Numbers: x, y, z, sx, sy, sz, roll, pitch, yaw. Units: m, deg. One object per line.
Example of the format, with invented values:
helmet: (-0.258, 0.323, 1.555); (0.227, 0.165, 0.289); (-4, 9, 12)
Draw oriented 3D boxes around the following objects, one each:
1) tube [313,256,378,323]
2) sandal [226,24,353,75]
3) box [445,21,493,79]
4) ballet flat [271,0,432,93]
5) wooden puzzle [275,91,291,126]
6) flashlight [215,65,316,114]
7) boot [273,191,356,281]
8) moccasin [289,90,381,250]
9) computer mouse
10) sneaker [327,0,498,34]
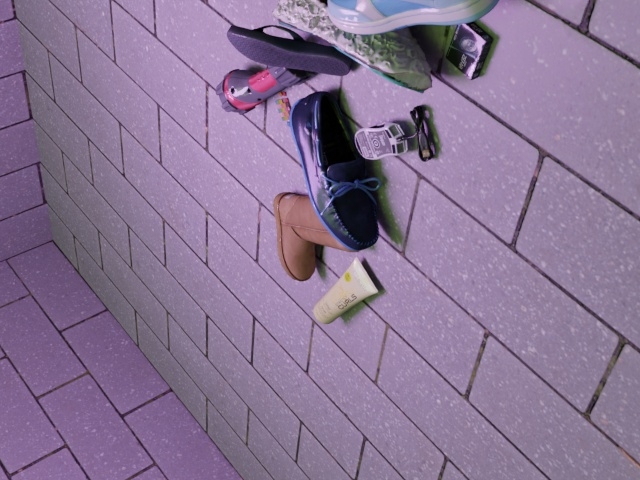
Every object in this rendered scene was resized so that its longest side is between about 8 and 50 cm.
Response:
tube: (0.055, 0.124, 2.116); (0.070, 0.062, 0.240); (25, 146, -14)
sandal: (-0.059, -0.382, 1.801); (0.254, 0.054, 0.097); (14, 163, 3)
box: (0.246, -0.318, 1.509); (0.067, 0.018, 0.083); (50, 147, 25)
ballet flat: (0.057, -0.398, 1.646); (0.409, 0.147, 0.147); (37, 140, 39)
wooden puzzle: (-0.081, -0.297, 2.057); (0.049, 0.006, 0.083); (2, 114, 57)
flashlight: (-0.127, -0.358, 1.990); (0.304, 0.103, 0.103); (-15, 95, 61)
boot: (0.000, 0.000, 2.076); (0.269, 0.089, 0.236); (10, 121, 54)
moccasin: (0.032, -0.142, 1.869); (0.117, 0.137, 0.342); (-26, 91, 56)
computer mouse: (0.141, -0.199, 1.748); (0.193, 0.042, 0.106); (1, 118, 51)
sneaker: (0.112, -0.442, 1.430); (0.319, 0.127, 0.208); (3, 142, 38)
